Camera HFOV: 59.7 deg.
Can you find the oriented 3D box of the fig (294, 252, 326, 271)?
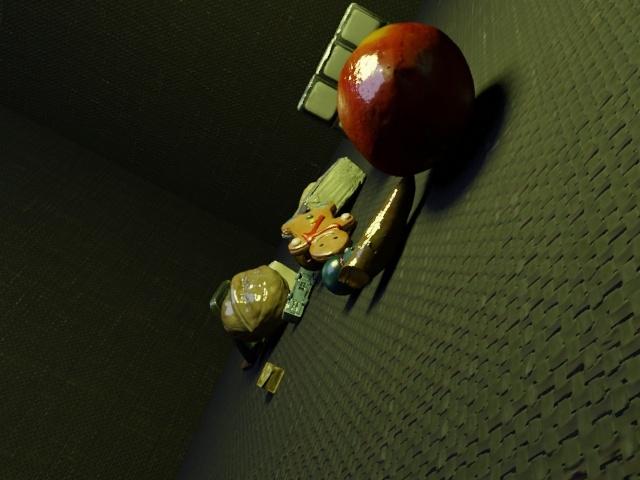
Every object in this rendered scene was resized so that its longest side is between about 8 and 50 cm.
[{"bbox_3d":[0.000,0.000,1.719,0.124,0.124,0.236,-57,-2,39],"label":"fig"}]

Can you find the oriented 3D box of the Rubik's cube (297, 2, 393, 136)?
[{"bbox_3d":[0.134,-0.418,1.524,0.301,0.304,0.305,-62,9,9],"label":"Rubik's cube"}]

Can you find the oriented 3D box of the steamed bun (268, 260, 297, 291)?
[{"bbox_3d":[-0.199,0.210,2.165,0.241,0.146,0.164,-48,12,46],"label":"steamed bun"}]

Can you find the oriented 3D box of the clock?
[{"bbox_3d":[-0.318,0.305,2.110,0.049,0.278,0.273,-30,10,8],"label":"clock"}]

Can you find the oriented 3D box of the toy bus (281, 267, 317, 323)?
[{"bbox_3d":[-0.063,0.167,1.714,0.190,0.064,0.075,-69,-3,-46],"label":"toy bus"}]

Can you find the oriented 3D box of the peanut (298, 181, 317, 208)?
[{"bbox_3d":[-0.045,-0.102,2.324,0.147,0.147,0.305,-75,11,-61],"label":"peanut"}]

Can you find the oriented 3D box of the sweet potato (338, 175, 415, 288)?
[{"bbox_3d":[0.121,-0.014,1.015,0.243,0.077,0.077,-55,5,-12],"label":"sweet potato"}]

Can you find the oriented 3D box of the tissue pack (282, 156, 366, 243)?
[{"bbox_3d":[0.004,-0.114,1.925,0.242,0.125,0.343,-53,1,-24],"label":"tissue pack"}]

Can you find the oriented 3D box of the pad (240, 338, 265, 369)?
[{"bbox_3d":[-0.250,0.406,2.338,0.286,0.018,0.284,-65,7,-21],"label":"pad"}]

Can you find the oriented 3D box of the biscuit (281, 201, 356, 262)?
[{"bbox_3d":[-0.001,-0.028,1.574,0.205,0.049,0.324,-25,29,-1],"label":"biscuit"}]

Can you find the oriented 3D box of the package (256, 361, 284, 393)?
[{"bbox_3d":[-0.140,0.372,1.522,0.071,0.047,0.131,-67,9,-12],"label":"package"}]

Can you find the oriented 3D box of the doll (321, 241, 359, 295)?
[{"bbox_3d":[0.059,0.058,1.148,0.152,0.085,0.114,-46,26,32],"label":"doll"}]

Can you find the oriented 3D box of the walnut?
[{"bbox_3d":[-0.220,0.224,1.935,0.273,0.273,0.227,-68,-28,-42],"label":"walnut"}]

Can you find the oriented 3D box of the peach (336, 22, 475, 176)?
[{"bbox_3d":[0.147,-0.233,0.963,0.281,0.238,0.280,-177,90,-86],"label":"peach"}]
